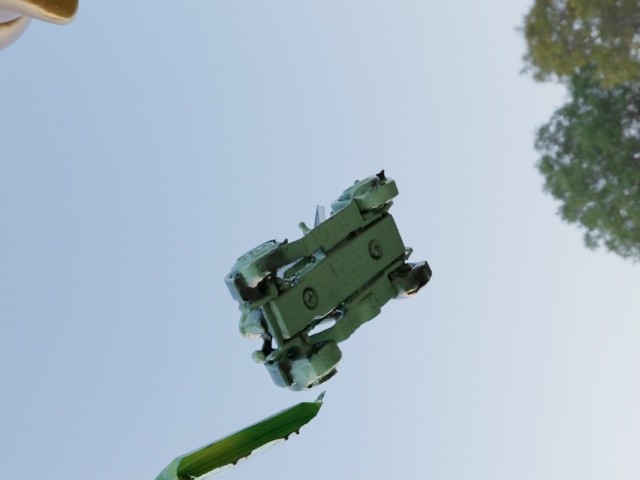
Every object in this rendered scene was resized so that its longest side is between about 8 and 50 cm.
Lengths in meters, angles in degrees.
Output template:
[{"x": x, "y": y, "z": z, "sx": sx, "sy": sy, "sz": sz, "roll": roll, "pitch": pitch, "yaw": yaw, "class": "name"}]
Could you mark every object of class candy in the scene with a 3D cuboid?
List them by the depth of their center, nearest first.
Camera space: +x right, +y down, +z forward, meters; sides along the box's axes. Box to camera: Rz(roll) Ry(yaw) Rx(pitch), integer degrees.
[{"x": -0.079, "y": 0.201, "z": 0.788, "sx": 0.178, "sy": 0.102, "sz": 0.032, "roll": -18, "pitch": -107, "yaw": -37, "class": "candy"}]

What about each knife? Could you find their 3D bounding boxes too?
[{"x": 0.001, "y": 0.000, "z": 0.819, "sx": 0.210, "sy": 0.015, "sz": 0.028, "roll": -92, "pitch": 5, "yaw": -74, "class": "knife"}]

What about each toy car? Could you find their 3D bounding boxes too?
[{"x": 0.005, "y": 0.019, "z": 0.429, "sx": 0.143, "sy": 0.054, "sz": 0.073, "roll": -36, "pitch": -75, "yaw": -50, "class": "toy car"}]

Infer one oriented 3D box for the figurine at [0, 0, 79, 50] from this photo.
[{"x": -0.274, "y": -0.226, "z": 0.611, "sx": 0.215, "sy": 0.228, "sz": 0.215, "roll": -16, "pitch": -66, "yaw": -40, "class": "figurine"}]
